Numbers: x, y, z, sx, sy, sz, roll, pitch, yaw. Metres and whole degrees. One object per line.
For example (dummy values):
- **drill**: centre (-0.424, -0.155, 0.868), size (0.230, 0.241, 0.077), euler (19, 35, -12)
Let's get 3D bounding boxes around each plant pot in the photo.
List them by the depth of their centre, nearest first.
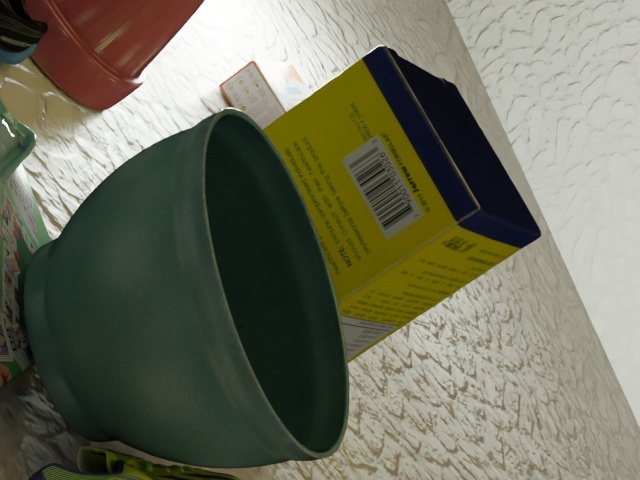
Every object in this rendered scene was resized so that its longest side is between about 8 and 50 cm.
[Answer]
- **plant pot**: centre (-0.120, 0.061, 1.487), size (0.293, 0.196, 0.293), euler (-17, 90, -74)
- **plant pot**: centre (-0.225, -0.272, 1.983), size (0.201, 0.180, 0.201), euler (50, 17, -21)

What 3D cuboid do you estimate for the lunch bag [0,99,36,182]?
- **lunch bag**: centre (-0.327, -0.016, 1.146), size (0.160, 0.223, 0.262), euler (52, 18, -14)

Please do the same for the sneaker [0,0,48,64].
- **sneaker**: centre (-0.338, -0.270, 1.844), size (0.188, 0.078, 0.067), euler (58, 17, 9)

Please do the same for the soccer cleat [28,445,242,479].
- **soccer cleat**: centre (-0.140, 0.209, 1.472), size (0.121, 0.093, 0.289), euler (53, 15, 14)

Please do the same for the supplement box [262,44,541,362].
- **supplement box**: centre (0.000, 0.000, 1.780), size (0.195, 0.356, 0.194), euler (61, 17, 18)

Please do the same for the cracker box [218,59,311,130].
- **cracker box**: centre (-0.028, -0.133, 2.457), size (0.232, 0.067, 0.155), euler (58, 17, 6)

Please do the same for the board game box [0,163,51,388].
- **board game box**: centre (-0.298, -0.043, 1.446), size (0.213, 0.046, 0.317), euler (-41, 112, -74)
